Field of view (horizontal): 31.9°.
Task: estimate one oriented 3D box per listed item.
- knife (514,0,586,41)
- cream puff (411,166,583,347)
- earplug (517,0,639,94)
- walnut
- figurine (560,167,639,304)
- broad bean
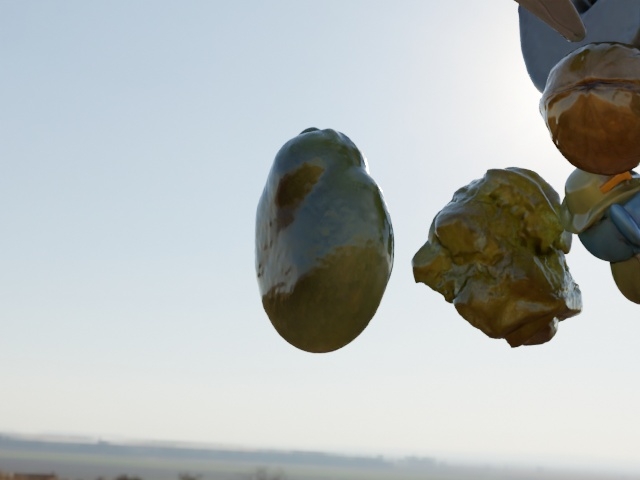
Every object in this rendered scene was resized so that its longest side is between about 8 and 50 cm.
[{"bbox_3d":[0.185,-0.350,1.343,0.336,0.043,0.081,32,-41,5],"label":"knife"},{"bbox_3d":[0.322,0.023,1.850,0.270,0.274,0.323,28,5,19],"label":"cream puff"},{"bbox_3d":[0.541,-0.325,1.695,0.394,0.313,0.312,9,-12,-27],"label":"earplug"},{"bbox_3d":[0.352,-0.161,1.389,0.159,0.159,0.206,-1,-9,20],"label":"walnut"},{"bbox_3d":[0.459,-0.016,1.685,0.154,0.180,0.262,-19,-48,30],"label":"figurine"},{"bbox_3d":[-0.001,0.000,1.428,0.119,0.291,0.238,1,2,-40],"label":"broad bean"}]
